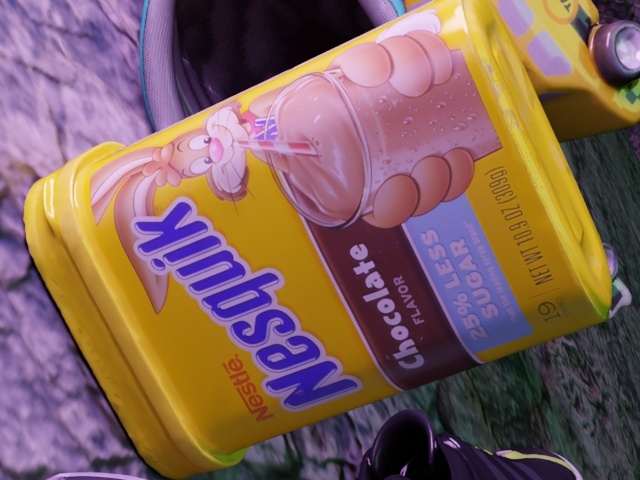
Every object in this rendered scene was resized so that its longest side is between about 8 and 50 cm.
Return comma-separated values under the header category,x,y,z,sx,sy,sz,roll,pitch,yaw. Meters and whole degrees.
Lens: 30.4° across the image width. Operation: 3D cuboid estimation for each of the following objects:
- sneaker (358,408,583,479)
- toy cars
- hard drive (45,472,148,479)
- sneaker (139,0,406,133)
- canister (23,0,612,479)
category,x,y,z,sx,sy,sz,roll,pitch,yaw
sneaker,0.072,0.123,0.584,0.097,0.084,0.235,67,21,2
toy cars,0.112,-0.054,0.743,0.087,0.176,0.393,-52,152,-24
hard drive,-0.037,0.194,0.288,0.254,0.054,0.172,67,21,-2
sneaker,0.016,-0.051,0.559,0.295,0.124,0.178,53,19,-16
canister,0.000,0.000,0.410,0.126,0.170,0.073,63,21,-10
